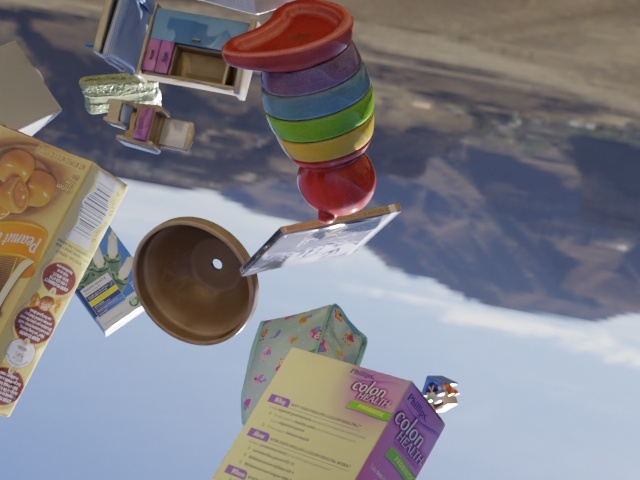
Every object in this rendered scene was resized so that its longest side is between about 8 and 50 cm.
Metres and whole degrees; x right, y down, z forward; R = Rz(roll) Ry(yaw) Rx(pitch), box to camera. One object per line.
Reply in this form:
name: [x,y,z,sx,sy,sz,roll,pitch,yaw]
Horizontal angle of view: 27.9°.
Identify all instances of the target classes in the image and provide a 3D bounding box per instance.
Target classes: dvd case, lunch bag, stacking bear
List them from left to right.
lunch bag: [-0.045,0.287,2.732,0.223,0.262,0.160,-17,129,35]
dvd case: [0.000,0.000,2.019,0.221,0.018,0.164,-12,162,-32]
stacking bear: [0.001,-0.166,1.797,0.164,0.289,0.175,14,-139,40]

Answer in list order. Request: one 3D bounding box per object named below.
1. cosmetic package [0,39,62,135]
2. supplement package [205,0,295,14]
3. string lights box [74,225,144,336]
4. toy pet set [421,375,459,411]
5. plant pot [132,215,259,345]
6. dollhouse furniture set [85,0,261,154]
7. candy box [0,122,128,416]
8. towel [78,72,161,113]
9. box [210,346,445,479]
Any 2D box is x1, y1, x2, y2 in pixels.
cosmetic package: [-0.489,-0.173,1.779,0.107,0.127,0.238,-31,-178,38]
supplement package: [-0.106,-0.401,1.876,0.105,0.105,0.179,-23,-151,-28]
string lights box: [-0.453,0.048,2.595,0.259,0.133,0.077,53,166,5]
toy pet set: [0.200,0.270,2.325,0.114,0.065,0.122,6,148,-46]
plant pot: [-0.206,0.058,2.288,0.237,0.237,0.110,11,-155,18]
dollhouse furniture set: [-0.251,-0.309,2.131,0.198,0.286,0.303,11,172,14]
candy box: [-0.388,0.031,1.561,0.183,0.316,0.087,21,170,31]
towel: [-0.374,-0.276,2.421,0.148,0.027,0.110,-3,152,-2]
box: [0.006,0.290,1.708,0.213,0.243,0.117,11,151,41]
